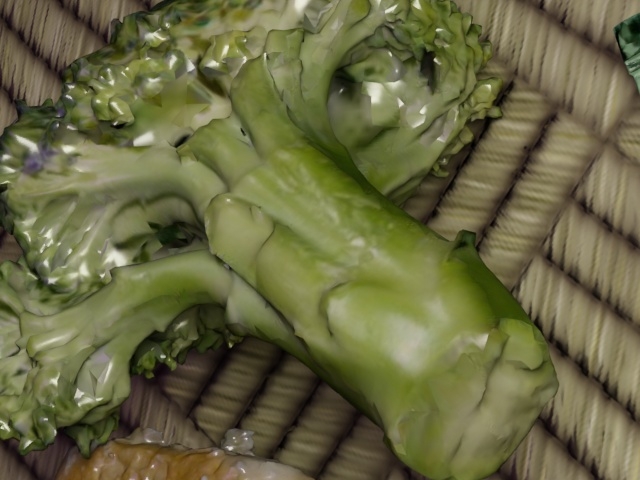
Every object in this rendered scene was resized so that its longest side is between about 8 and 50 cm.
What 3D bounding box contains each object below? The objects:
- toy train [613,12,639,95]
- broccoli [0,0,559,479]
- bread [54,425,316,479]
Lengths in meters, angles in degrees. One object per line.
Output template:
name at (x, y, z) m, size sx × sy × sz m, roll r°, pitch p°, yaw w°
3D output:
toy train at (0.202, -0.090, 1.019) m, size 0.033 × 0.053 × 0.083 m, roll -28°, pitch 63°, yaw 30°
broccoli at (0.004, -0.035, 1.012) m, size 0.397 × 0.275 × 0.353 m, roll -8°, pitch 71°, yaw 51°
bread at (-0.076, 0.238, 1.095) m, size 0.196 × 0.176 × 0.246 m, roll 2°, pitch 67°, yaw 28°
